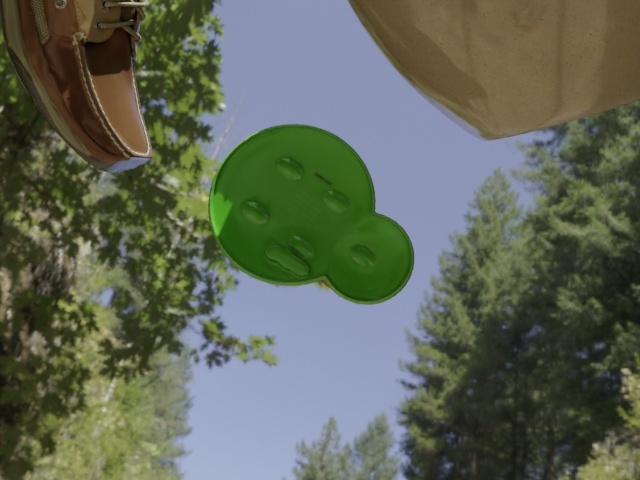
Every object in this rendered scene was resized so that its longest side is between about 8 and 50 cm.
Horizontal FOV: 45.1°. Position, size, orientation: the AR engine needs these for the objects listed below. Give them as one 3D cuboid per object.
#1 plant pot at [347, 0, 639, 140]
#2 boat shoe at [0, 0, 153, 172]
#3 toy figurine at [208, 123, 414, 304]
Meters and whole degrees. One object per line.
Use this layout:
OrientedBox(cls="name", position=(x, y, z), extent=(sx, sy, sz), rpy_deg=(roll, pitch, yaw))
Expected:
OrientedBox(cls="plant pot", position=(0.160, -0.184, 0.579), extent=(0.284, 0.284, 0.190), rpy_deg=(-13, -82, 30))
OrientedBox(cls="boat shoe", position=(-0.232, -0.228, 0.742), extent=(0.120, 0.122, 0.324), rpy_deg=(-24, -92, 15))
OrientedBox(cls="toy figurine", position=(0.000, 0.000, 0.664), extent=(0.173, 0.130, 0.159), rpy_deg=(35, -8, 10))
